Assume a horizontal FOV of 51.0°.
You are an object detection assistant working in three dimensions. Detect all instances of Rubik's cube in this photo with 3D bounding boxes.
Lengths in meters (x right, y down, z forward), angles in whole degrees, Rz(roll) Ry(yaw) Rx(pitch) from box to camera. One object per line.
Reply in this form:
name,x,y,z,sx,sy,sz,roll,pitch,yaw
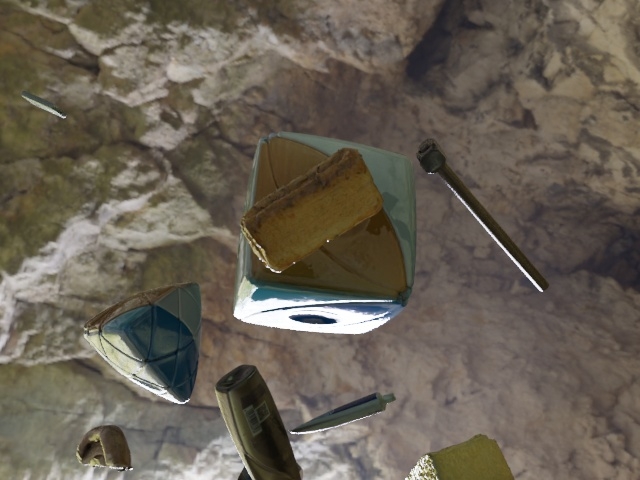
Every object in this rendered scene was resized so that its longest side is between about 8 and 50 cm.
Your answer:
Rubik's cube,0.000,0.000,1.467,0.351,0.352,0.347,114,-19,-68
Rubik's cube,-0.297,0.192,1.309,0.254,0.254,0.254,-37,-134,49

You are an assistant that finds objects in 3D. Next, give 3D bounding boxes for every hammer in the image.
hammer,0.308,-0.041,1.260,0.043,0.365,0.111,-39,-168,16

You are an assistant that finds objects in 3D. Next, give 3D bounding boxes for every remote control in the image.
remote control,-0.663,-0.327,1.609,0.124,0.053,0.018,25,-100,26

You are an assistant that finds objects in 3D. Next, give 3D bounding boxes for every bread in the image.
bread,0.311,0.582,1.433,0.236,0.198,0.263,112,-35,-48
bread,-0.014,-0.045,0.991,0.211,0.114,0.083,-32,-147,-5

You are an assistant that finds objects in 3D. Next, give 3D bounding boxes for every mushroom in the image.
mushroom,-0.463,0.450,1.460,0.209,0.072,0.094,-19,-104,47

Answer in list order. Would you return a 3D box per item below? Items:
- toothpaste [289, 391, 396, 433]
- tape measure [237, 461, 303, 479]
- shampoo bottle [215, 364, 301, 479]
toothpaste,0.056,0.425,1.636,0.268,0.047,0.069,-22,-170,8
tape measure,-0.139,0.693,1.764,0.262,0.138,0.259,-53,154,-70
shampoo bottle,-0.132,0.460,1.538,0.084,0.125,0.350,-5,-68,43
